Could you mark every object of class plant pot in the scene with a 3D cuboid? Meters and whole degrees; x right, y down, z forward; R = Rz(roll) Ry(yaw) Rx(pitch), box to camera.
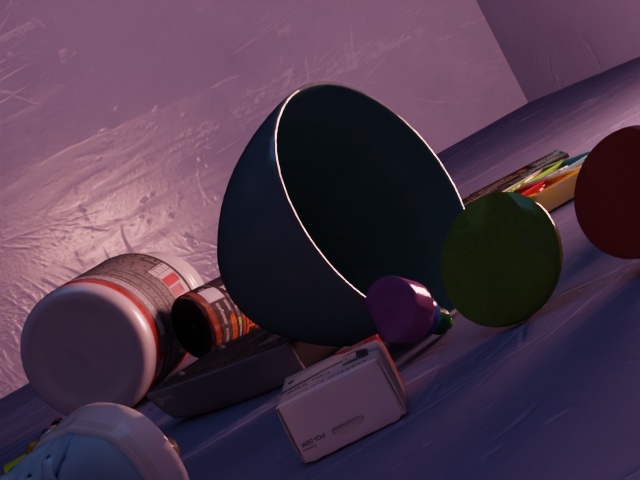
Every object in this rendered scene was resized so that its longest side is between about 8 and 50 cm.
[{"bbox_3d":[0.000,0.000,1.661,0.195,0.290,0.290,-35,-1,37],"label":"plant pot"}]

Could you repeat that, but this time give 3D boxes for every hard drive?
[{"bbox_3d":[-0.074,0.143,1.830,0.255,0.054,0.172,-23,6,40],"label":"hard drive"}]

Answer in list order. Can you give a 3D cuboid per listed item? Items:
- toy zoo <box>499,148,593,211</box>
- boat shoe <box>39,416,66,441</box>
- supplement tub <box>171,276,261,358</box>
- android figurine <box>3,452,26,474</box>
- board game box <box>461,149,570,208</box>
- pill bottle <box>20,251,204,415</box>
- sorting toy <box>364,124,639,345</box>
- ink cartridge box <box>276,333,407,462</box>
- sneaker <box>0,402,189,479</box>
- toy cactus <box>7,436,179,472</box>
[{"bbox_3d":[0.324,-0.076,2.121,0.192,0.030,0.293,-29,4,-23],"label":"toy zoo"},{"bbox_3d":[-0.333,0.251,1.969,0.049,0.040,0.142,-29,-16,4],"label":"boat shoe"},{"bbox_3d":[-0.122,0.098,2.292,0.198,0.106,0.106,-25,2,-38],"label":"supplement tub"},{"bbox_3d":[-0.339,0.287,1.787,0.273,0.056,0.248,-29,4,5],"label":"android figurine"},{"bbox_3d":[0.308,-0.090,2.418,0.186,0.026,0.126,-27,5,4],"label":"board game box"},{"bbox_3d":[-0.306,0.133,2.370,0.210,0.210,0.363,-26,4,16],"label":"pill bottle"},{"bbox_3d":[0.217,0.017,1.434,0.365,0.127,0.126,-28,-26,31],"label":"sorting toy"},{"bbox_3d":[0.019,0.135,1.321,0.099,0.056,0.135,-27,4,3],"label":"ink cartridge box"},{"bbox_3d":[-0.242,0.251,1.222,0.366,0.135,0.150,-36,5,44],"label":"sneaker"},{"bbox_3d":[-0.215,0.234,1.509,0.180,0.112,0.219,-5,-16,-45],"label":"toy cactus"}]
